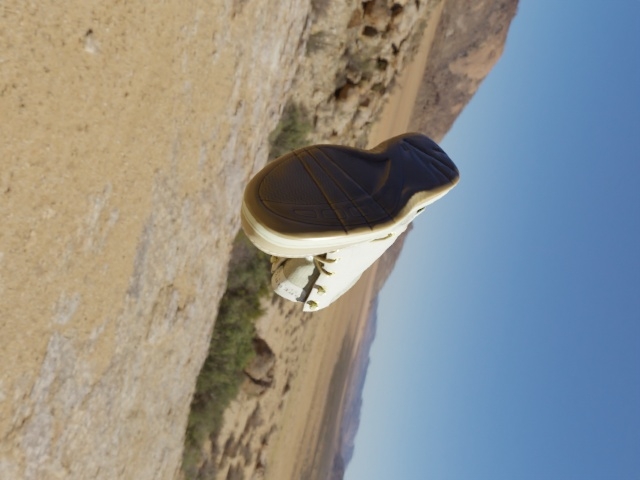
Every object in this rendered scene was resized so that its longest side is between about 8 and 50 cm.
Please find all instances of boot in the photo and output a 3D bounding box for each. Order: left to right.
[{"bbox_3d":[0.000,0.000,0.471,0.213,0.077,0.165,-22,160,-47],"label":"boot"}]
